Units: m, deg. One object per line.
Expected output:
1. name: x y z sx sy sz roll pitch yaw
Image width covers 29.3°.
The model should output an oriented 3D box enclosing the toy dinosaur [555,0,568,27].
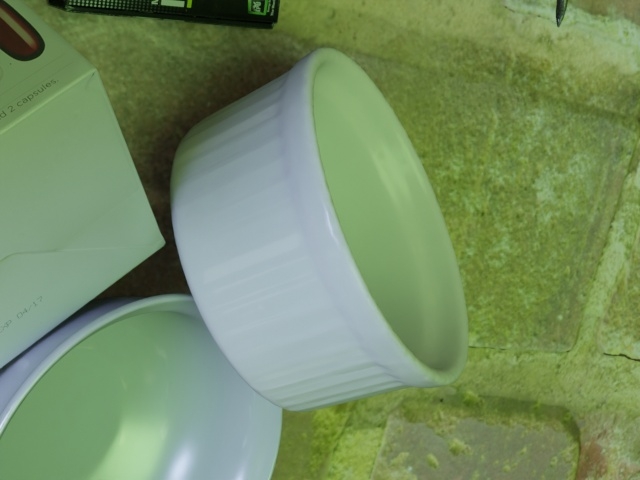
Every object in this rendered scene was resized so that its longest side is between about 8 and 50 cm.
1. toy dinosaur: 0.190 -0.327 1.042 0.121 0.160 0.313 -15 114 -29

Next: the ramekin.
1. ramekin: 0.000 0.000 0.967 0.135 0.277 0.277 -21 127 20

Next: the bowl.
1. bowl: -0.179 0.164 0.968 0.298 0.134 0.298 -21 121 -42

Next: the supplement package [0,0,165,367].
1. supplement package: -0.267 -0.016 0.811 0.262 0.145 0.204 -39 150 -18

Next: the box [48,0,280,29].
1. box: -0.108 -0.263 0.936 0.184 0.045 0.191 -1 107 -36
